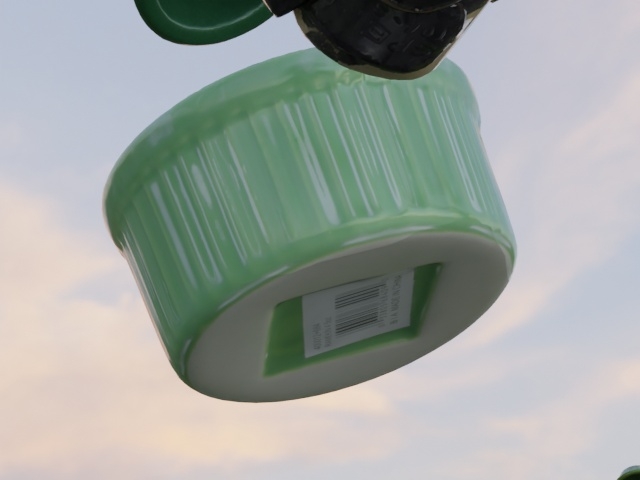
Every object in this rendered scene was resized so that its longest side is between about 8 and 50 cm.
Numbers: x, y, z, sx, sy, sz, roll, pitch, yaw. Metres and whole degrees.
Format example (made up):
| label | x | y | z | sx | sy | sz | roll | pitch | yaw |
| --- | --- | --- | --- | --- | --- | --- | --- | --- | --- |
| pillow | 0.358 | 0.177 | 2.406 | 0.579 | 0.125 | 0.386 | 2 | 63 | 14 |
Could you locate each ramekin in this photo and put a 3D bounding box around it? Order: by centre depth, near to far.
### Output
| label | x | y | z | sx | sy | sz | roll | pitch | yaw |
| --- | --- | --- | --- | --- | --- | --- | --- | --- | --- |
| ramekin | 0.000 | 0.000 | 1.214 | 0.303 | 0.148 | 0.303 | -17 | -26 | -8 |

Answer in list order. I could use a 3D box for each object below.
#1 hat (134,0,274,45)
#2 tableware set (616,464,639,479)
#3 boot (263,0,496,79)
| label | x | y | z | sx | sy | sz | roll | pitch | yaw |
| --- | --- | --- | --- | --- | --- | --- | --- | --- | --- |
| hat | -0.113 | -0.287 | 1.374 | 0.208 | 0.183 | 0.173 | -19 | -44 | -31 |
| tableware set | 0.277 | 0.214 | 1.203 | 0.104 | 0.024 | 0.154 | -16 | -51 | 11 |
| boot | 0.095 | -0.124 | 0.470 | 0.138 | 0.377 | 0.284 | -3 | -19 | -35 |
